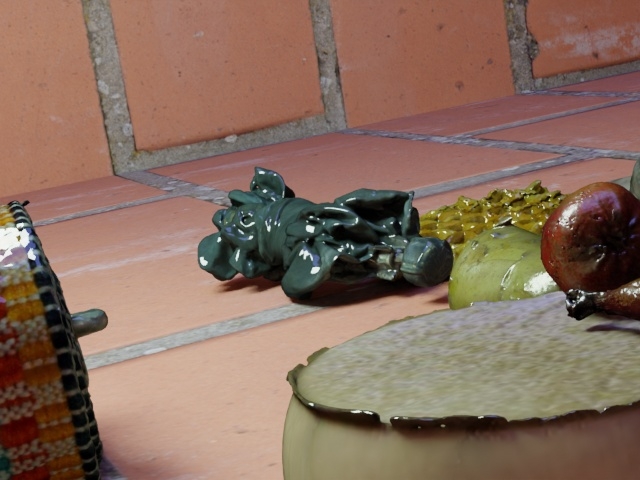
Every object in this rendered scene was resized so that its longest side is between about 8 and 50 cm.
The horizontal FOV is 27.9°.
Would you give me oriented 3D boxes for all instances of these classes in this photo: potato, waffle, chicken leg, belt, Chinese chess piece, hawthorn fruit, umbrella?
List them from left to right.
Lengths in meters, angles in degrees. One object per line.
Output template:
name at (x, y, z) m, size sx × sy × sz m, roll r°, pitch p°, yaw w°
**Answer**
belt at (-0.220, 0.083, 0.866) m, size 0.160 × 0.207 × 0.295 m, roll -16°, pitch -3°, yaw -13°
umbrella at (-0.001, -0.003, 1.350) m, size 0.094 × 0.143 × 0.349 m, roll 26°, pitch -9°, yaw -37°
waffle at (0.168, -0.007, 1.393) m, size 0.238 × 0.058 × 0.243 m, roll -8°, pitch 12°, yaw 8°
potato at (0.169, 0.040, 1.075) m, size 0.105 × 0.085 × 0.188 m, roll -52°, pitch 20°, yaw -9°
Chinese chess piece at (0.113, 0.107, 0.695) m, size 0.270 × 0.112 × 0.270 m, roll -8°, pitch 10°, yaw 1°
hawthorn fruit at (0.160, 0.003, 0.747) m, size 0.077 × 0.077 × 0.077 m, roll -9°, pitch 11°, yaw 2°
chicken leg at (0.194, 0.029, 0.668) m, size 0.145 × 0.037 × 0.062 m, roll -2°, pitch -11°, yaw 23°

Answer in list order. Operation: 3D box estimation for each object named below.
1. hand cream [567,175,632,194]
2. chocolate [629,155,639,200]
hand cream at (0.334, -0.047, 1.497) m, size 0.087 × 0.054 × 0.186 m, roll -12°, pitch 4°, yaw -33°
chocolate at (0.419, -0.066, 1.367) m, size 0.248 × 0.110 × 0.110 m, roll -11°, pitch 9°, yaw -39°
